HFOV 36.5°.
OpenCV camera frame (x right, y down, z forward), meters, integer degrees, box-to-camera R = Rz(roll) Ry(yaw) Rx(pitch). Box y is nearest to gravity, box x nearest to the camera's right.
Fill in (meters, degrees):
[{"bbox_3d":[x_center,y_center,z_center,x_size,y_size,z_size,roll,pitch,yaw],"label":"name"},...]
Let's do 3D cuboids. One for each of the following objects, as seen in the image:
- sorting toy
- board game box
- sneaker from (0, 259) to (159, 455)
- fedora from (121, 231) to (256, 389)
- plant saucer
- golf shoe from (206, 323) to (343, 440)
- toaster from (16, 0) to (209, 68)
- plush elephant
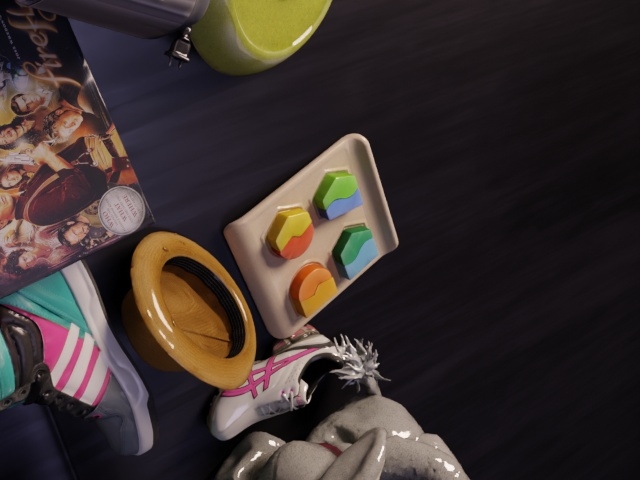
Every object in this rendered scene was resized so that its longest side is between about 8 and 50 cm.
[{"bbox_3d":[0.000,0.000,1.171,0.208,0.038,0.193,-37,132,-20],"label":"sorting toy"},{"bbox_3d":[-0.265,-0.091,0.835,0.165,0.042,0.243,-29,108,-26],"label":"board game box"},{"bbox_3d":[-0.279,0.136,0.941,0.178,0.124,0.295,-36,124,-27],"label":"sneaker"},{"bbox_3d":[-0.150,0.085,1.035,0.079,0.194,0.194,-29,141,24],"label":"fedora"},{"bbox_3d":[-0.041,-0.271,0.940,0.241,0.037,0.241,-40,142,-41],"label":"plant saucer"},{"bbox_3d":[-0.057,0.181,1.187,0.186,0.086,0.067,-41,133,-15],"label":"golf shoe"},{"bbox_3d":[-0.173,-0.263,0.795,0.146,0.129,0.227,5,87,-37],"label":"toaster"},{"bbox_3d":[0.028,0.316,1.215,0.255,0.272,0.330,-32,102,-41],"label":"plush elephant"}]
